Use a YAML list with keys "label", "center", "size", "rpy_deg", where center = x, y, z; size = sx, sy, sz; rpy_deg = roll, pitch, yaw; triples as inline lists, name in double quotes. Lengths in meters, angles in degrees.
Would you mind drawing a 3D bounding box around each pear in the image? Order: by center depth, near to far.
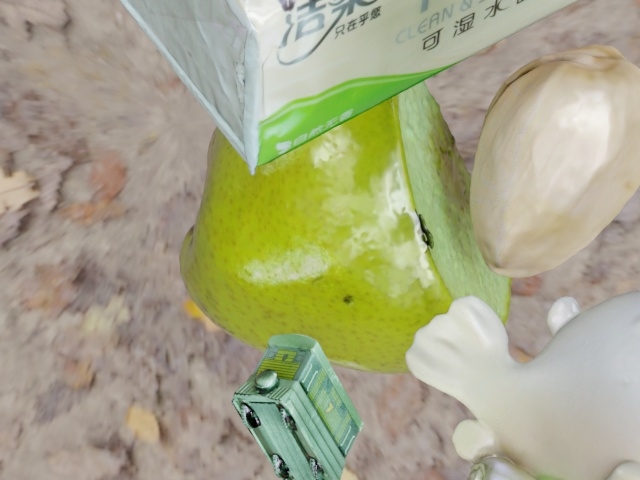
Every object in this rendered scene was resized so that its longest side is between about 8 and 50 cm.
- label: "pear"
  center: [0.000, 0.000, 1.672]
  size: [0.318, 0.238, 0.342]
  rpy_deg: [-10, 133, 25]

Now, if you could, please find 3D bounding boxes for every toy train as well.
- label: "toy train"
  center: [-0.011, 0.097, 0.948]
  size: [0.056, 0.038, 0.093]
  rpy_deg: [-62, 140, -34]

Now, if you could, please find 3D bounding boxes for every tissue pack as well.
- label: "tissue pack"
  center: [0.031, -0.292, 1.249]
  size: [0.405, 0.205, 0.331]
  rpy_deg: [-28, 63, -20]

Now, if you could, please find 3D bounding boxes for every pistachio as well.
- label: "pistachio"
  center: [0.216, -0.074, 1.558]
  size: [0.157, 0.157, 0.229]
  rpy_deg: [23, 116, -6]

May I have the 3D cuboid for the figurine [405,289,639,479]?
- label: "figurine"
  center: [0.127, 0.177, 1.091]
  size: [0.394, 0.226, 0.274]
  rpy_deg: [-41, 69, -7]
